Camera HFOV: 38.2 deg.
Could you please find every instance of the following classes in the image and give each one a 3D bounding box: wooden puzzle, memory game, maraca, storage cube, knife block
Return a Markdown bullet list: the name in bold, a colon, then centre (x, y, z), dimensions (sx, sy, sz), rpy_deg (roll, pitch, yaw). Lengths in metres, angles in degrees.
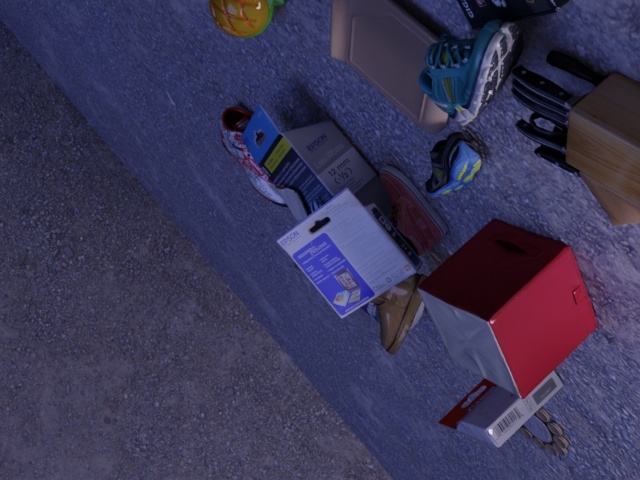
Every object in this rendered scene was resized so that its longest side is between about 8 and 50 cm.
- **wooden puzzle**: centre (0.116, -0.298, 1.451), dimensions (0.238, 0.044, 0.221), rpy_deg (40, 159, 17)
- **memory game**: centre (0.470, 0.401, 2.027), dimensions (0.186, 0.012, 0.186), rpy_deg (44, 160, 20)
- **maraca**: centre (-0.133, -0.440, 1.676), dimensions (0.127, 0.099, 0.185), rpy_deg (49, 137, -13)
- **storage cube**: centre (0.312, 0.112, 1.539), dimensions (0.183, 0.193, 0.215), rpy_deg (26, 149, 52)
- **knife block**: centre (0.356, -0.140, 1.102), dimensions (0.242, 0.088, 0.275), rpy_deg (53, 163, -9)

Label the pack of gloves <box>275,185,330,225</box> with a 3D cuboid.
- **pack of gloves**: centre (0.000, 0.000, 1.941), dimensions (0.195, 0.046, 0.232), rpy_deg (22, 150, 54)

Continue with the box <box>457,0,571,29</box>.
- **box**: centre (0.195, -0.367, 1.097), dimensions (0.220, 0.051, 0.175), rpy_deg (57, 162, -19)

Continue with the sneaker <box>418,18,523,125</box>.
- **sneaker**: centre (0.188, -0.225, 1.227), dimensions (0.110, 0.107, 0.275), rpy_deg (34, 171, 0)

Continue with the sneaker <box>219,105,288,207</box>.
- **sneaker**: centre (-0.145, -0.200, 2.180), dimensions (0.270, 0.090, 0.145), rpy_deg (48, 165, 16)

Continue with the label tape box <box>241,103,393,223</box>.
- **label tape box**: centre (-0.004, -0.139, 1.930), dimensions (0.348, 0.115, 0.249), rpy_deg (51, 162, 0)

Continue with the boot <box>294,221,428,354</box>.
- **boot**: centre (0.073, 0.095, 1.891), dimensions (0.269, 0.089, 0.236), rpy_deg (24, 130, 6)

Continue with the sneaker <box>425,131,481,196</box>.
- **sneaker**: centre (0.215, -0.126, 1.532), dimensions (0.188, 0.067, 0.078), rpy_deg (112, 138, -72)

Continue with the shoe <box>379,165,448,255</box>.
- **shoe**: centre (0.157, -0.056, 1.755), dimensions (0.178, 0.081, 0.063), rpy_deg (49, 161, 3)

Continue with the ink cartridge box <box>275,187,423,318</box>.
- **ink cartridge box**: centre (0.053, 0.020, 1.765), dimensions (0.206, 0.045, 0.208), rpy_deg (-35, 100, 33)

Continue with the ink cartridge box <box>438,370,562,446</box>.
- **ink cartridge box**: centre (0.346, 0.315, 1.863), dimensions (0.066, 0.189, 0.232), rpy_deg (57, 162, -19)

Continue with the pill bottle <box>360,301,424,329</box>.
- **pill bottle**: centre (0.141, 0.127, 2.119), dimensions (0.180, 0.108, 0.108), rpy_deg (36, 157, 39)
